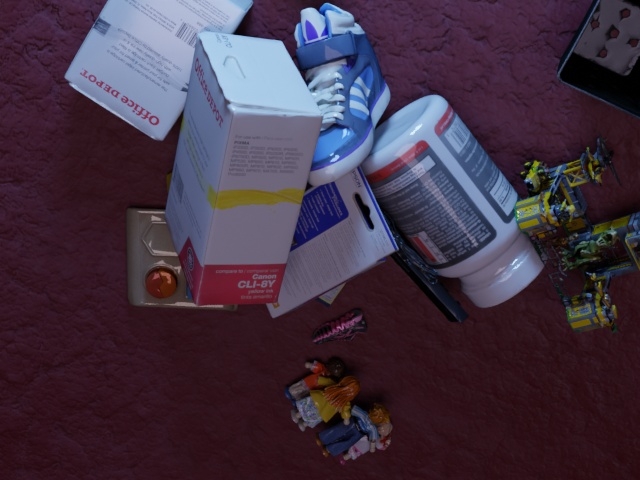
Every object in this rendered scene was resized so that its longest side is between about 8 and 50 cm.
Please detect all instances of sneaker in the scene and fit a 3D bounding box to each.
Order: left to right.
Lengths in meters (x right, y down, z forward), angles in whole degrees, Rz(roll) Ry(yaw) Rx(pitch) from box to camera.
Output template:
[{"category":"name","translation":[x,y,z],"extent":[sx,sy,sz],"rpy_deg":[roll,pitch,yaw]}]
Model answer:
[{"category":"sneaker","translation":[0.002,-0.267,1.762],"extent":[0.130,0.323,0.236],"rpy_deg":[-14,121,32]},{"category":"sneaker","translation":[0.041,0.187,2.092],"extent":[0.119,0.047,0.057],"rpy_deg":[-25,119,15]}]

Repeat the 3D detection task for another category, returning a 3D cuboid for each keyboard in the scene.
[{"category":"keyboard","translation":[0.158,0.027,1.903],"extent":[0.033,0.201,0.317],"rpy_deg":[-43,88,-4]}]

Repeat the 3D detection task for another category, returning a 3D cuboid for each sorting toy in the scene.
[{"category":"sorting toy","translation":[-0.272,-0.002,2.037],"extent":[0.229,0.041,0.307],"rpy_deg":[4,112,3]}]

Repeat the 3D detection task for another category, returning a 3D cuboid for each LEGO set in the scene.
[{"category":"LEGO set","translation":[0.509,-0.013,1.858],"extent":[0.192,0.255,0.331],"rpy_deg":[-19,103,35]}]

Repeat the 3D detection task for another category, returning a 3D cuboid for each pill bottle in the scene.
[{"category":"pill bottle","translation":[0.239,-0.065,1.882],"extent":[0.210,0.210,0.363],"rpy_deg":[-35,105,16]}]

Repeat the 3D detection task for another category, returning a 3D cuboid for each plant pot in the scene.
[{"category":"plant pot","translation":[0.518,-0.336,1.775],"extent":[0.187,0.167,0.188],"rpy_deg":[24,111,-5]}]

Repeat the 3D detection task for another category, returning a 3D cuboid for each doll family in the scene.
[{"category":"doll family","translation":[0.051,0.360,2.117],"extent":[0.163,0.118,0.263],"rpy_deg":[-34,106,16]}]

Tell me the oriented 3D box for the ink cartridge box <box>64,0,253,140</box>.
[{"category":"ink cartridge box","translation":[-0.288,-0.357,1.851],"extent":[0.211,0.121,0.289],"rpy_deg":[34,110,-10]}]

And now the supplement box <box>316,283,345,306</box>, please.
[{"category":"supplement box","translation":[0.017,0.070,2.021],"extent":[0.056,0.083,0.083],"rpy_deg":[32,110,-8]}]

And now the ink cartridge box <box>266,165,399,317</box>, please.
[{"category":"ink cartridge box","translation":[0.000,0.000,1.886],"extent":[0.371,0.069,0.175],"rpy_deg":[-31,81,47]}]

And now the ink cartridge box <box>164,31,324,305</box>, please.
[{"category":"ink cartridge box","translation":[-0.141,-0.122,1.778],"extent":[0.160,0.279,0.384],"rpy_deg":[1,125,-21]}]
